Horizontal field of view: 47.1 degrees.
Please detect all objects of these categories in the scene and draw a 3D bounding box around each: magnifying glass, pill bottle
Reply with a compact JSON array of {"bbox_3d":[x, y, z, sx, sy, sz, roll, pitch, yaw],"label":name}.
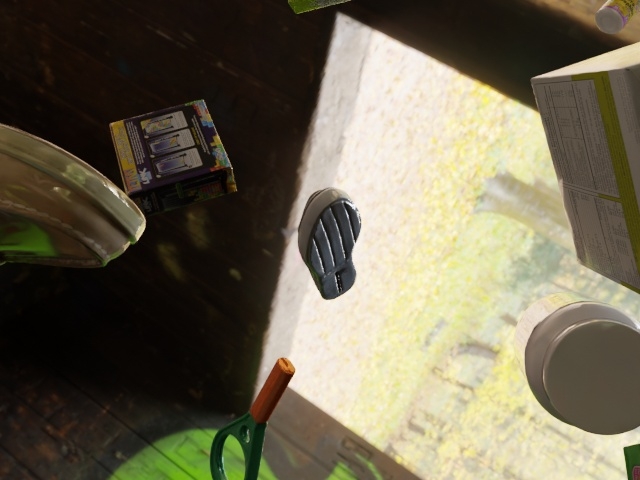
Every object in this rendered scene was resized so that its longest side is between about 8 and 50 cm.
[{"bbox_3d":[-0.088,0.243,0.946,0.026,0.092,0.231,1,127,-38],"label":"magnifying glass"},{"bbox_3d":[0.441,-0.341,1.066,0.083,0.043,0.043,-46,160,-15],"label":"pill bottle"},{"bbox_3d":[0.450,0.203,1.257,0.210,0.210,0.363,-60,171,6],"label":"pill bottle"}]

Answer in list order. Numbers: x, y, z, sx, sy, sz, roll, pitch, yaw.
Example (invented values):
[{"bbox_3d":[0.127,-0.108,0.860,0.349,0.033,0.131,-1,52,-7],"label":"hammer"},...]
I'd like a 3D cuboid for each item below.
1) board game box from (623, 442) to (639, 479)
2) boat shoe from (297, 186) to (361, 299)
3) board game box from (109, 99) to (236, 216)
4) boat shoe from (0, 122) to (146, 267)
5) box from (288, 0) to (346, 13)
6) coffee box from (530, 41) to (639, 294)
[{"bbox_3d":[0.686,0.529,1.303,0.064,0.242,0.316,104,-13,-67],"label":"board game box"},{"bbox_3d":[0.000,0.000,1.212,0.109,0.094,0.302,-30,153,-16],"label":"boat shoe"},{"bbox_3d":[-0.206,-0.115,1.014,0.141,0.170,0.048,-17,136,-9],"label":"board game box"},{"bbox_3d":[-0.246,-0.010,0.448,0.109,0.302,0.098,64,40,-54],"label":"boat shoe"},{"bbox_3d":[0.027,-0.507,1.397,0.042,0.178,0.109,41,45,-63],"label":"box"},{"bbox_3d":[0.561,-0.138,1.083,0.338,0.338,0.334,-19,-169,-1],"label":"coffee box"}]
